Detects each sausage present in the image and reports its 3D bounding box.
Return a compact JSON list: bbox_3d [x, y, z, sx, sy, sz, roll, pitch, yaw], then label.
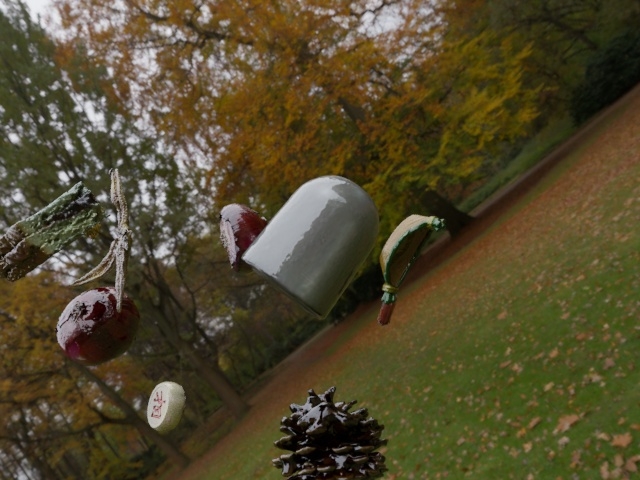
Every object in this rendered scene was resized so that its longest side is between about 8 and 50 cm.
[{"bbox_3d":[0.214,0.210,1.634,0.050,0.048,0.145,-25,-35,-29],"label":"sausage"}]

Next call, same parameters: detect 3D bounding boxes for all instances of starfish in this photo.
[{"bbox_3d":[-0.698,0.008,1.726,0.132,0.384,0.398,20,-75,-35],"label":"starfish"}]

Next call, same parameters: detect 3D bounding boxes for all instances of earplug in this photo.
[{"bbox_3d":[0.000,0.000,1.567,0.394,0.312,0.312,-52,-5,-10],"label":"earplug"}]

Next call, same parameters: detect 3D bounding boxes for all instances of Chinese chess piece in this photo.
[{"bbox_3d":[-0.396,0.425,1.322,0.051,0.122,0.122,20,-51,-37],"label":"Chinese chess piece"}]

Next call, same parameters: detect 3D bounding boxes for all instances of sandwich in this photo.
[{"bbox_3d":[-0.760,-0.040,1.480,0.262,0.131,0.325,-24,19,37],"label":"sandwich"}]

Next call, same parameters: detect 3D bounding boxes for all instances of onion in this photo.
[{"bbox_3d":[-0.750,0.287,1.741,0.276,0.276,0.276,-39,-7,-6],"label":"onion"},{"bbox_3d":[-0.255,-0.008,1.714,0.161,0.248,0.248,-3,-14,-8],"label":"onion"}]

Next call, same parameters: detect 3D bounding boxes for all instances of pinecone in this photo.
[{"bbox_3d":[0.030,0.672,1.706,0.397,0.398,0.398,-39,-7,-6],"label":"pinecone"}]

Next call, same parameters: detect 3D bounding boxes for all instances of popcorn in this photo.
[{"bbox_3d":[-0.864,-0.033,1.932,0.084,0.084,0.084,-39,-7,-6],"label":"popcorn"}]

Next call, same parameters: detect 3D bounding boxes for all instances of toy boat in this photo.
[{"bbox_3d":[0.191,0.033,1.138,0.089,0.088,0.229,13,-63,-39],"label":"toy boat"}]
